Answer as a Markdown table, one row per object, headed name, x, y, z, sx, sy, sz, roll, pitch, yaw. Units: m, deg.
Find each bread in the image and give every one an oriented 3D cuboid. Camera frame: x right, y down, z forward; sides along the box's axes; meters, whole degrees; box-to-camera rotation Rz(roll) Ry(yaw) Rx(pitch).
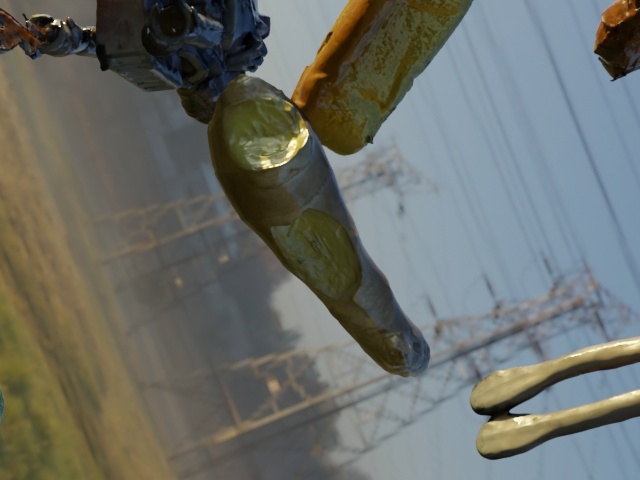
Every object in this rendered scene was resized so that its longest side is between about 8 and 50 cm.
| name | x | y | z | sx | sy | sz | roll | pitch | yaw |
| --- | --- | --- | --- | --- | --- | --- | --- | --- | --- |
| bread | 0.059 | -0.203 | 1.401 | 0.094 | 0.245 | 0.102 | 33 | 11 | -20 |

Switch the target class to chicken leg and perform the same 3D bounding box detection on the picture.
| name | x | y | z | sx | sy | sz | roll | pitch | yaw |
| --- | --- | --- | --- | --- | --- | --- | --- | --- | --- |
| chicken leg | 0.451 | -0.274 | 1.653 | 0.113 | 0.304 | 0.093 | 120 | -51 | -69 |

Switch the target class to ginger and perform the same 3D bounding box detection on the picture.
| name | x | y | z | sx | sy | sz | roll | pitch | yaw |
| --- | --- | --- | --- | --- | --- | --- | --- | --- | --- |
| ginger | 0.000 | 0.000 | 1.108 | 0.294 | 0.086 | 0.131 | 56 | -12 | -23 |

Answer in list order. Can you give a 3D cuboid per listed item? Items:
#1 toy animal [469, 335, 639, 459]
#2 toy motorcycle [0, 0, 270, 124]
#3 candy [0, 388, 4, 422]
| name | x | y | z | sx | sy | sz | roll | pitch | yaw |
| --- | --- | --- | --- | --- | --- | --- | --- | --- | --- |
| toy animal | 0.286 | 0.076 | 0.769 | 0.284 | 0.302 | 0.225 | 32 | 35 | -33 |
| toy motorcycle | -0.122 | -0.181 | 1.072 | 0.401 | 0.134 | 0.207 | -30 | 118 | -73 |
| candy | -0.340 | 0.114 | 1.273 | 0.262 | 0.073 | 0.077 | 89 | 18 | -60 |
